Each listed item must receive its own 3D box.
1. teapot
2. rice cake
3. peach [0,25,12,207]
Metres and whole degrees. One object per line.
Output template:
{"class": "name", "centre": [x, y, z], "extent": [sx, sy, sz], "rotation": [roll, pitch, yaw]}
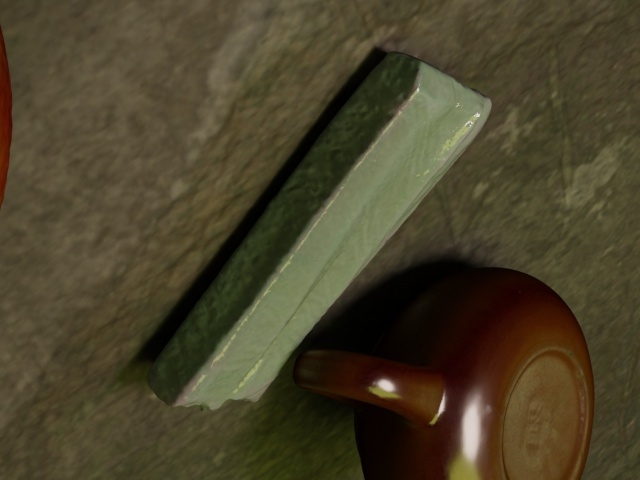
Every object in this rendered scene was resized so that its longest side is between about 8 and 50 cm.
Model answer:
{"class": "teapot", "centre": [0.066, 0.099, 0.985], "extent": [0.252, 0.135, 0.178], "rotation": [22, 73, -49]}
{"class": "rice cake", "centre": [-0.001, 0.001, 0.870], "extent": [0.222, 0.042, 0.080], "rotation": [-52, 151, 14]}
{"class": "peach", "centre": [-0.203, -0.031, 0.470], "extent": [0.231, 0.231, 0.231], "rotation": [-28, 145, -22]}
